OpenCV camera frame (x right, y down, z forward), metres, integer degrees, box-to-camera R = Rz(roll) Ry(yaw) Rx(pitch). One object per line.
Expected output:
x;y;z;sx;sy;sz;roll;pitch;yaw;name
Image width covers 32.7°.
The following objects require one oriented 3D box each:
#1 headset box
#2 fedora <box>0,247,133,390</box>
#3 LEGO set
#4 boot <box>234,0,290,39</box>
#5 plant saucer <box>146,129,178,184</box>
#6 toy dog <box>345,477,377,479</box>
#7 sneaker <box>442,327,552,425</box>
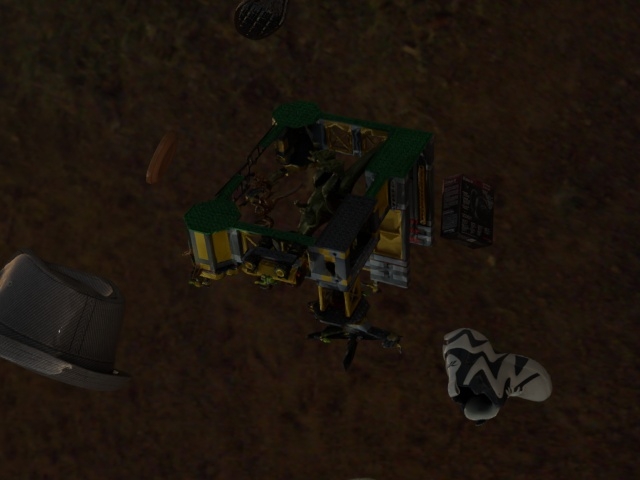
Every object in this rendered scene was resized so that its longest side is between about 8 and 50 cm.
0.176;-0.038;1.301;0.032;0.062;0.083;-15;65;46;headset box
-0.332;0.086;1.335;0.275;0.244;0.124;14;81;63;fedora
0.000;0.000;1.265;0.255;0.192;0.331;7;39;15;LEGO set
-0.076;-0.419;1.793;0.219;0.082;0.106;-42;25;59;boot
-0.222;-0.117;1.546;0.013;0.083;0.083;26;100;2;plant saucer
0.170;0.402;1.033;0.395;0.408;0.284;-36;33;8;toy dog
0.304;0.265;1.882;0.094;0.235;0.153;-26;41;42;sneaker
